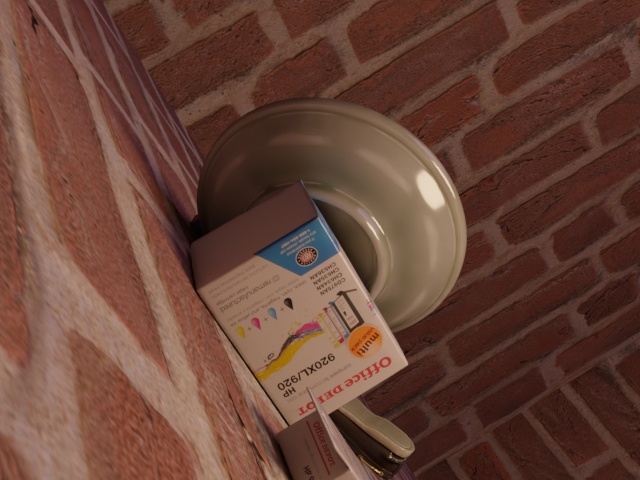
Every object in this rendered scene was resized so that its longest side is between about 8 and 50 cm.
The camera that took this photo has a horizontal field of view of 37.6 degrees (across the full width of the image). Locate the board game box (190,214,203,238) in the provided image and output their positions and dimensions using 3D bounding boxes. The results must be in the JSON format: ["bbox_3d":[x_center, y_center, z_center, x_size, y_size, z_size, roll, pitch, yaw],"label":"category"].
[{"bbox_3d":[-0.046,-0.017,1.402,0.145,0.281,0.027,59,31,-22],"label":"board game box"}]

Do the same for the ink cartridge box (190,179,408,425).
[{"bbox_3d":[-0.029,0.081,1.182,0.232,0.171,0.168,59,1,-22],"label":"ink cartridge box"}]

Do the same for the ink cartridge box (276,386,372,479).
[{"bbox_3d":[0.013,0.251,0.981,0.180,0.060,0.104,59,0,-33],"label":"ink cartridge box"}]

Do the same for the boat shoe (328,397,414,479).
[{"bbox_3d":[0.036,0.278,1.456,0.228,0.068,0.081,37,16,18],"label":"boat shoe"}]

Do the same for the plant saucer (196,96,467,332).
[{"bbox_3d":[0.000,0.000,1.320,0.400,0.401,0.100,59,30,-22],"label":"plant saucer"}]
